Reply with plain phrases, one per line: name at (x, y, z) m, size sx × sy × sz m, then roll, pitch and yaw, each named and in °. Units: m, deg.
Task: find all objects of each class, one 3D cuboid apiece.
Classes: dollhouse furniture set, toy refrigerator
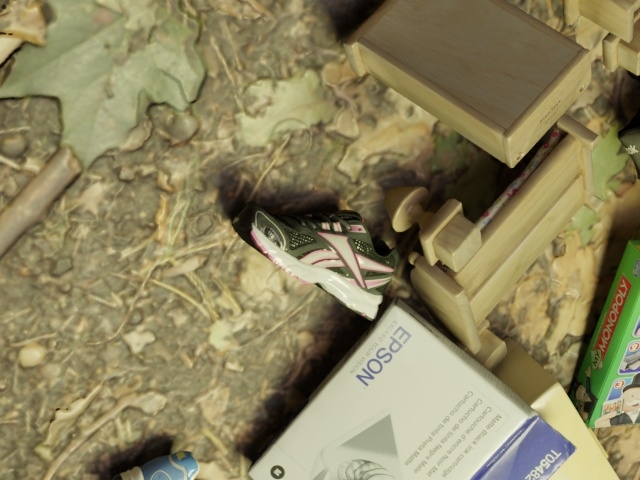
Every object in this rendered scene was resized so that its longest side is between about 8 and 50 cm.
dollhouse furniture set at (0.161, -0.091, 1.296) m, size 0.303 × 0.174 × 0.355 m, roll -47°, pitch 154°, yaw -13°
toy refrigerator at (0.241, 0.228, 1.444) m, size 0.094 × 0.102 × 0.269 m, roll -37°, pitch 122°, yaw -4°

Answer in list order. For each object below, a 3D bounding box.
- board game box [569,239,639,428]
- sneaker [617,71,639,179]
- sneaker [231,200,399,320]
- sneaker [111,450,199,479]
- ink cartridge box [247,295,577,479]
board game box at (0.429, 0.091, 1.469) m, size 0.317 × 0.046 × 0.213 m, roll -2°, pitch 125°, yaw -22°
sneaker at (0.329, -0.074, 1.331) m, size 0.106 × 0.078 × 0.234 m, roll -1°, pitch 89°, yaw -8°
sneaker at (0.000, 0.000, 1.256) m, size 0.178 × 0.072 × 0.077 m, roll 31°, pitch 91°, yaw -43°
sneaker at (-0.112, 0.283, 1.325) m, size 0.081 × 0.080 × 0.211 m, roll -30°, pitch 124°, yaw -5°
ink cartridge box at (0.084, 0.205, 1.318) m, size 0.224 × 0.045 × 0.223 m, roll 39°, pitch 103°, yaw -2°
